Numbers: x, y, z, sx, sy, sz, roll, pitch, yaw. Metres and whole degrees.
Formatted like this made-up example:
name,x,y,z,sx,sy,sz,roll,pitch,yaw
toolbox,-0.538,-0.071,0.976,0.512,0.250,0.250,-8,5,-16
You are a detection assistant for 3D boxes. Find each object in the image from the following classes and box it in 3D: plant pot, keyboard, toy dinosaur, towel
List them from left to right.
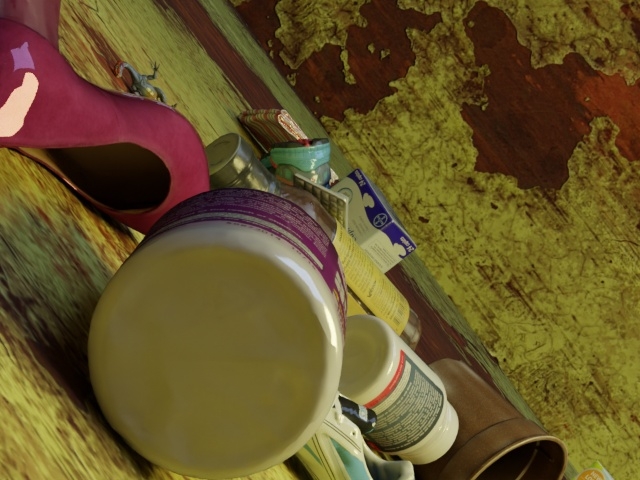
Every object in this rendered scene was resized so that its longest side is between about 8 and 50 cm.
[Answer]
name,x,y,z,sx,sy,sz,roll,pitch,yaw
toy dinosaur,-0.213,-0.175,2.036,0.082,0.047,0.090,44,-27,4
towel,-0.056,-0.143,2.687,0.144,0.029,0.197,52,-15,-17
keyboard,0.000,0.000,2.079,0.072,0.014,0.256,22,-27,12
plant pot,0.163,0.232,1.951,0.165,0.167,0.167,47,2,37

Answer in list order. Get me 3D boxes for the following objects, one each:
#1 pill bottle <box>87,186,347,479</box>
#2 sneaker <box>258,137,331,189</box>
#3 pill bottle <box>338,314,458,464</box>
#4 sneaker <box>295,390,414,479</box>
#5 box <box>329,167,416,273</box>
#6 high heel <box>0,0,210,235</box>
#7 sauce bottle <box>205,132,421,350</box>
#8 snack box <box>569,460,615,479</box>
name,x,y,z,sx,sy,sz,roll,pitch,yaw
pill bottle,-0.063,0.052,1.238,0.169,0.169,0.301,52,7,-7
sneaker,-0.036,-0.072,2.487,0.262,0.104,0.125,103,-17,-85
pill bottle,0.072,0.165,1.830,0.180,0.108,0.108,46,10,-45
sneaker,-0.010,0.146,1.481,0.237,0.086,0.085,49,9,-21
box,0.038,-0.005,2.341,0.072,0.137,0.126,44,11,-44
high heel,-0.193,-0.054,1.362,0.377,0.127,0.181,51,34,-49
sauce bottle,-0.016,0.015,1.987,0.344,0.111,0.111,50,7,-29
snack box,0.318,0.393,2.036,0.070,0.174,0.207,47,9,-47
